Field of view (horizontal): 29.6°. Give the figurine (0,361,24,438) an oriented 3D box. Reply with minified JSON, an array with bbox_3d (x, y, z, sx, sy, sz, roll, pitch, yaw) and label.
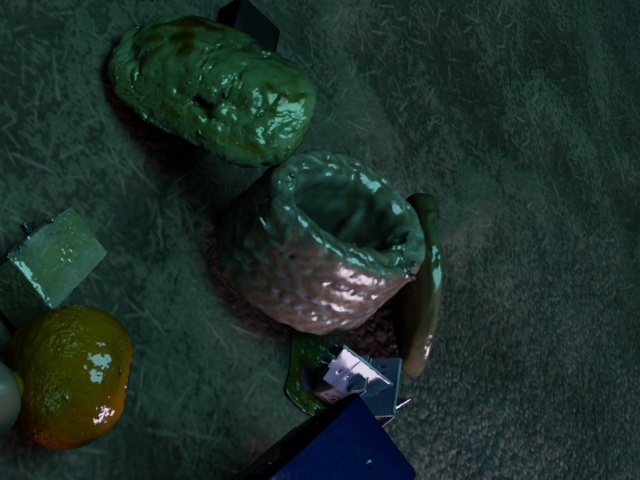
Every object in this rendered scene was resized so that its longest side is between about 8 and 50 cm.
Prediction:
[{"bbox_3d":[-0.322,0.094,0.978,0.186,0.176,0.287,8,49,-27],"label":"figurine"}]

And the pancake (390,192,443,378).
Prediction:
[{"bbox_3d":[0.113,0.059,1.570,0.050,0.242,0.242,5,58,-5],"label":"pancake"}]

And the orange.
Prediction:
[{"bbox_3d":[-0.232,0.124,1.107,0.135,0.117,0.136,-177,-90,-88],"label":"orange"}]

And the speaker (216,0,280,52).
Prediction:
[{"bbox_3d":[-0.104,-0.208,1.538,0.082,0.044,0.218,40,42,-33],"label":"speaker"}]

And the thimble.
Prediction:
[{"bbox_3d":[0.003,-0.003,1.435,0.229,0.148,0.196,25,38,-27],"label":"thimble"}]

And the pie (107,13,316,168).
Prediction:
[{"bbox_3d":[-0.119,-0.188,1.400,0.248,0.090,0.201,27,42,9],"label":"pie"}]

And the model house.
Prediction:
[{"bbox_3d":[0.047,0.170,1.479,0.167,0.088,0.117,42,42,-30],"label":"model house"}]

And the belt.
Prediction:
[{"bbox_3d":[-0.033,0.272,1.187,0.117,0.212,0.347,52,23,3],"label":"belt"}]

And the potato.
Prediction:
[{"bbox_3d":[-0.268,0.024,1.177,0.086,0.061,0.122,54,36,-13],"label":"potato"}]
